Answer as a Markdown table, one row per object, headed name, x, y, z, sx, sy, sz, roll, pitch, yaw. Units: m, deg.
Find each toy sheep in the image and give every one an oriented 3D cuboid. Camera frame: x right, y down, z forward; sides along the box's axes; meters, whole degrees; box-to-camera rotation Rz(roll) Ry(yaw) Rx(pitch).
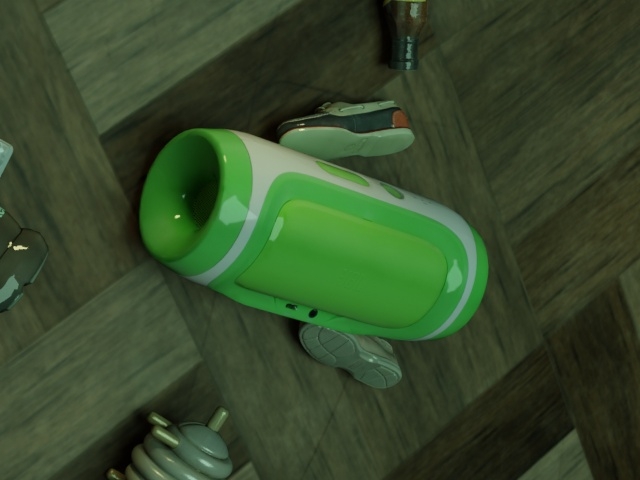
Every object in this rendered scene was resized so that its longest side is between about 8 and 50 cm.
| name | x | y | z | sx | sy | sz | roll | pitch | yaw |
| --- | --- | --- | --- | --- | --- | --- | --- | --- | --- |
| toy sheep | -0.117 | 0.188 | 1.490 | 0.091 | 0.091 | 0.132 | 29 | 102 | -39 |

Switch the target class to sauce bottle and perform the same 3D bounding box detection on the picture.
| name | x | y | z | sx | sy | sz | roll | pitch | yaw |
| --- | --- | --- | --- | --- | --- | --- | --- | --- | --- |
| sauce bottle | 0.073 | -0.209 | 1.562 | 0.042 | 0.042 | 0.128 | -5 | 104 | -37 |

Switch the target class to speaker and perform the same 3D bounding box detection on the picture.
| name | x | y | z | sx | sy | sz | roll | pitch | yaw |
| --- | --- | --- | --- | --- | --- | --- | --- | --- | --- |
| speaker | 0.000 | 0.000 | 1.507 | 0.296 | 0.131 | 0.131 | 18 | 90 | -40 |

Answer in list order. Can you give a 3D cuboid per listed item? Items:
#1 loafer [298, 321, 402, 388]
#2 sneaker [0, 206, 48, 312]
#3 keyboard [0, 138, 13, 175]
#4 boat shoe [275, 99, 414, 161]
| name | x | y | z | sx | sy | sz | roll | pitch | yaw |
| --- | --- | --- | --- | --- | --- | --- | --- | --- | --- |
| loafer | 0.023 | 0.089 | 1.609 | 0.125 | 0.045 | 0.039 | 35 | 37 | -39 |
| sneaker | -0.317 | 0.071 | 1.313 | 0.106 | 0.101 | 0.267 | 44 | 74 | -14 |
| keyboard | -0.330 | -0.090 | 1.298 | 0.256 | 0.014 | 0.072 | 31 | 87 | -39 |
| boat shoe | 0.017 | -0.096 | 1.549 | 0.137 | 0.049 | 0.043 | -5 | 63 | -35 |
